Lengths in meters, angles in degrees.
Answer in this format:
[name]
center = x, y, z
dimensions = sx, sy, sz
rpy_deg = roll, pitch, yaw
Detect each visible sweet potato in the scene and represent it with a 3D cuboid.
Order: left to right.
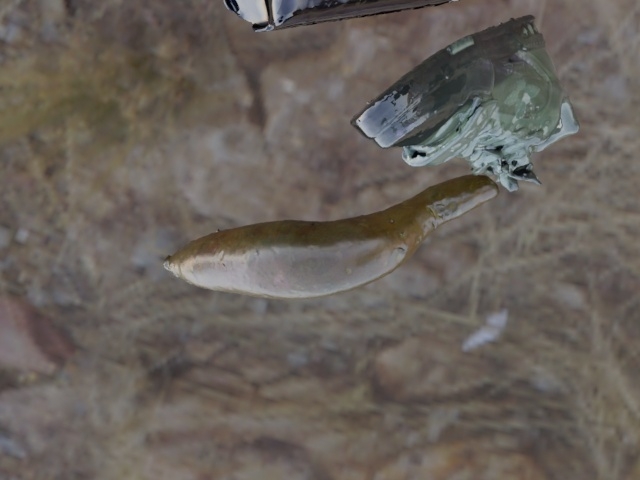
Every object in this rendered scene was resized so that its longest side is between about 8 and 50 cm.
[sweet potato]
center = 0.003, 0.004, 1.658
dimensions = 0.346, 0.108, 0.079
rpy_deg = -13, 128, 11

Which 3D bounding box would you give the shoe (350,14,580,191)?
[shoe]
center = 0.148, -0.105, 1.547
dimensions = 0.109, 0.293, 0.149
rpy_deg = -30, 92, 38

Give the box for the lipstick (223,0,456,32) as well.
[lipstick]
center = 0.103, -0.194, 1.100
dimensions = 0.077, 0.418, 0.077
rpy_deg = 17, 115, 41
